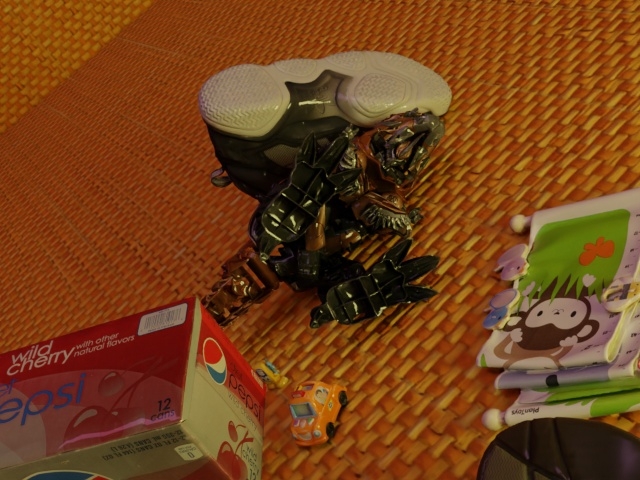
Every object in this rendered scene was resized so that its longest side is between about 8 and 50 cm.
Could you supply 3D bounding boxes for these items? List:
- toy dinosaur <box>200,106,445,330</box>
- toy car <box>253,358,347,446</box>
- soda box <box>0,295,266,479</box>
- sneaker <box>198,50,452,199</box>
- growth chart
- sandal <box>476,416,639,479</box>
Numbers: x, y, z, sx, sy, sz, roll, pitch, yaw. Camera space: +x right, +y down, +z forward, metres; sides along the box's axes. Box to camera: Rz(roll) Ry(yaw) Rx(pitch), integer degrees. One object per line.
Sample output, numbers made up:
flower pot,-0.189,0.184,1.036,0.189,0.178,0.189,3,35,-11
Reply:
toy dinosaur,0.000,0.000,0.920,0.321,0.164,0.218,-61,15,-4
toy car,-0.031,0.131,0.823,0.122,0.040,0.060,2,48,51
soda box,-0.166,0.120,0.552,0.263,0.092,0.083,-16,43,16
sneaker,0.003,-0.117,1.087,0.269,0.153,0.101,-5,46,-9
growth chart,0.186,0.042,0.716,0.172,0.021,0.237,-20,32,34
sandal,0.187,0.148,0.526,0.219,0.060,0.090,-1,50,29
